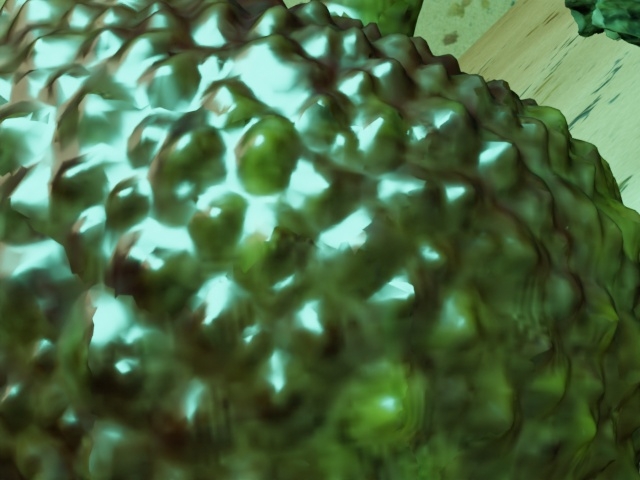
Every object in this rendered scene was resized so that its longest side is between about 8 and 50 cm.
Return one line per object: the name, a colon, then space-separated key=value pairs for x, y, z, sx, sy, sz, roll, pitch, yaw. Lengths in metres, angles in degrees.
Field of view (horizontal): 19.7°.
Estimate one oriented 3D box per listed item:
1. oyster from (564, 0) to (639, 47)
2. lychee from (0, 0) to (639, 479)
oyster: x=0.226 y=-0.156 z=0.882 sx=0.162 sy=0.158 sz=0.351 roll=-44 pitch=16 yaw=-13
lychee: x=-0.019 y=0.040 z=0.597 sx=0.276 sy=0.276 sz=0.304 roll=-71 pitch=0 yaw=-79
